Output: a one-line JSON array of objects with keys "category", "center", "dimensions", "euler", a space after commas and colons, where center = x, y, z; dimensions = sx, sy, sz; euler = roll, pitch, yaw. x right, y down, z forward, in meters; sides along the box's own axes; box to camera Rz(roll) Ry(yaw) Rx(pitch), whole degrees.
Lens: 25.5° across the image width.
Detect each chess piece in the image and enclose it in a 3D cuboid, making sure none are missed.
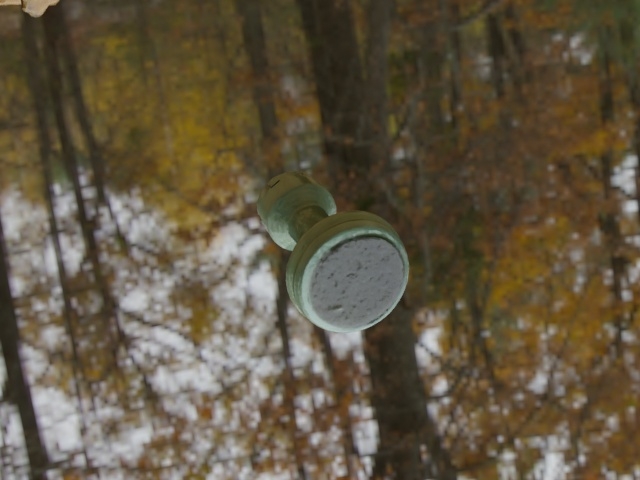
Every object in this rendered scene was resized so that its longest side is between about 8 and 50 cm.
[{"category": "chess piece", "center": [0.000, 0.000, 0.778], "dimensions": [0.067, 0.067, 0.103], "euler": [-13, -151, -18]}]

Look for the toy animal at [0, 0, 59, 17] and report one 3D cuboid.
[{"category": "toy animal", "center": [-0.192, -0.091, 0.576], "dimensions": [0.255, 0.114, 0.116], "euler": [-7, -133, -23]}]
